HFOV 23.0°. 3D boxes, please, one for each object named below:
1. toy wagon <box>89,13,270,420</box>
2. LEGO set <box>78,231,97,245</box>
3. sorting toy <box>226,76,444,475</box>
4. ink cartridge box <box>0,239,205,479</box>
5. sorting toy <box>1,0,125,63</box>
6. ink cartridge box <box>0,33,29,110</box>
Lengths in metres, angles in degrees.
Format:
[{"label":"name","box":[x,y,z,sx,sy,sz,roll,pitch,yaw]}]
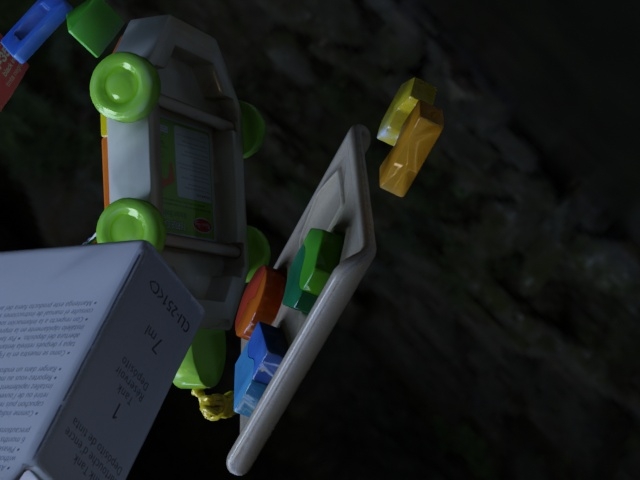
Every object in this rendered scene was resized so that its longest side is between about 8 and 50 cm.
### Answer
[{"label":"toy wagon","box":[-0.119,-0.016,1.364,0.267,0.068,0.344,14,-107,-71]},{"label":"LEGO set","box":[-0.240,0.030,1.608,0.060,0.182,0.244,42,168,-1]},{"label":"sorting toy","box":[0.000,0.000,1.178,0.041,0.307,0.229,24,-153,-11]},{"label":"ink cartridge box","box":[-0.234,0.121,0.790,0.296,0.261,0.066,-4,135,35]},{"label":"sorting toy","box":[-0.125,-0.268,1.291,0.047,0.348,0.196,43,165,-28]},{"label":"ink cartridge box","box":[-0.464,-0.213,1.555,0.207,0.117,0.283,-15,127,38]}]
